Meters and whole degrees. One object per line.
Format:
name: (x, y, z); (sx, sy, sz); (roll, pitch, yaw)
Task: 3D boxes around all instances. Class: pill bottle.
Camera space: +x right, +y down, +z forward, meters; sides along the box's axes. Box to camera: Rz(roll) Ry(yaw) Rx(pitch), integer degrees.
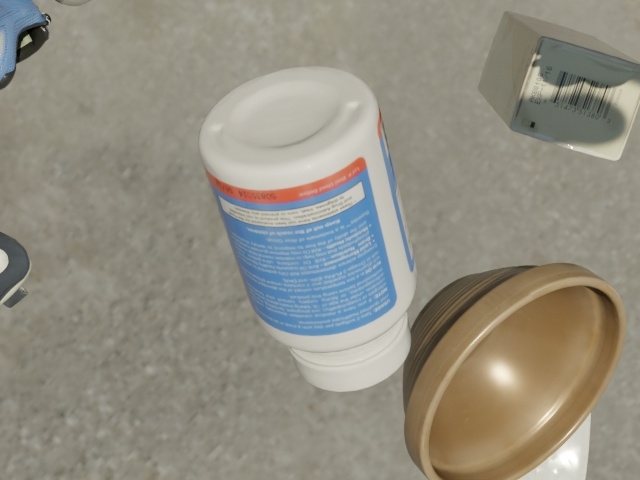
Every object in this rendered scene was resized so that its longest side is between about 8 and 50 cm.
pill bottle: (0.000, 0.000, 0.961); (0.124, 0.124, 0.221); (-81, 161, -49)

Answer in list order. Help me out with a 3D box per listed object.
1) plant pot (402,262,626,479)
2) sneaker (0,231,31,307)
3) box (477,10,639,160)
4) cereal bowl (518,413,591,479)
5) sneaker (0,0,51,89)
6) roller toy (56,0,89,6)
plant pot: (0.155, 0.106, 1.249); (0.237, 0.237, 0.110); (2, 30, -43)
sneaker: (-0.220, -0.010, 0.685); (0.153, 0.094, 0.235); (10, 53, -44)
box: (0.303, -0.205, 1.766); (0.148, 0.121, 0.311); (15, 15, -6)
cereal bowl: (0.206, 0.231, 1.589); (0.141, 0.339, 0.339); (8, 41, -1)
sneaker: (-0.410, -0.283, 1.667); (0.147, 0.130, 0.330); (44, 24, -32)
roller toy: (-0.232, -0.344, 1.348); (0.146, 0.191, 0.209); (-30, 87, -16)
